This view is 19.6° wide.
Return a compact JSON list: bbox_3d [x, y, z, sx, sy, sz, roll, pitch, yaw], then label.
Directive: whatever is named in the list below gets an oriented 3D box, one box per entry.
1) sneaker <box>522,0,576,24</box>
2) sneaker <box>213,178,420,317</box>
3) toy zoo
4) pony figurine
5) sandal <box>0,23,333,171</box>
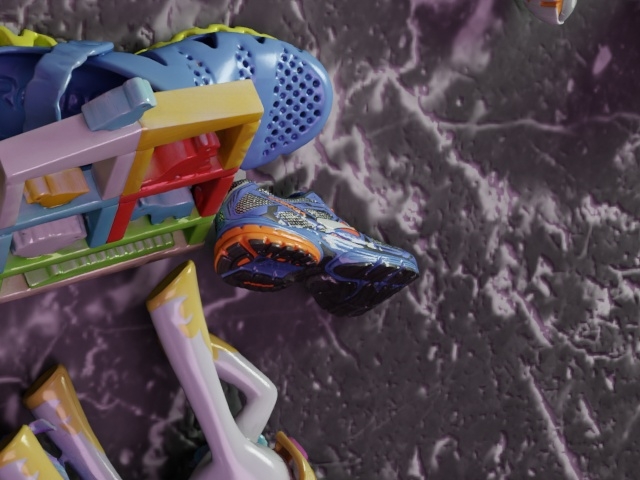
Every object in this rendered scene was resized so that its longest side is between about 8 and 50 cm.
[{"bbox_3d":[0.204,-0.287,1.549,0.083,0.084,0.215,-10,109,-28],"label":"sneaker"},{"bbox_3d":[0.000,0.000,1.538,0.083,0.087,0.221,-34,145,31],"label":"sneaker"},{"bbox_3d":[-0.152,-0.039,1.361,0.192,0.293,0.030,-16,72,-21],"label":"toy zoo"},{"bbox_3d":[-0.101,0.253,1.487,0.351,0.303,0.363,-46,104,-16],"label":"pony figurine"},{"bbox_3d":[-0.130,-0.099,1.416,0.317,0.138,0.126,-6,105,-26],"label":"sandal"}]
